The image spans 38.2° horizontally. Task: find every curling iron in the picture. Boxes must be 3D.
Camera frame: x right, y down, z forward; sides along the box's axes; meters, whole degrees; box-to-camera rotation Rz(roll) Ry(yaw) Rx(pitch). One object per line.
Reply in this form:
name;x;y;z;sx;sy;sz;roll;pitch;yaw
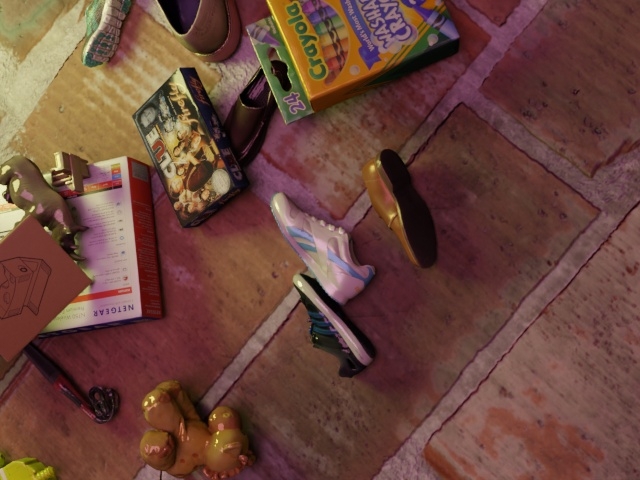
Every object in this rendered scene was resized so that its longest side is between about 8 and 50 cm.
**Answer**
curling iron;-0.489;0.260;1.771;0.274;0.035;0.068;30;75;22

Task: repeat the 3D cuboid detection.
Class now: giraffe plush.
giraffe plush;-0.204;0.349;1.612;0.170;0.181;0.210;-3;94;10

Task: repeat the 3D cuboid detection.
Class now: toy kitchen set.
toy kitchen set;-0.467;-0.112;1.668;0.075;0.083;0.068;-15;78;17

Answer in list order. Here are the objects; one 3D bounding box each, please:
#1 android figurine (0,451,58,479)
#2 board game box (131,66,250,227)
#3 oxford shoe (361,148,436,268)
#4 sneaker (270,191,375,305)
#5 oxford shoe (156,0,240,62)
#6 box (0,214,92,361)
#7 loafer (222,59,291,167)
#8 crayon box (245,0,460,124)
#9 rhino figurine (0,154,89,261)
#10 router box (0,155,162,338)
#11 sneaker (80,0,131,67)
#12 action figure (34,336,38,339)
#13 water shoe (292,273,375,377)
android figurine;-0.600;0.527;1.778;0.272;0.056;0.248;-29;78;16
board game box;-0.239;-0.166;1.677;0.165;0.042;0.243;-35;76;38
oxford shoe;0.134;-0.046;1.580;0.076;0.076;0.212;-30;79;45
sneaker;0.000;0.000;1.607;0.092;0.087;0.229;-40;83;5
oxford shoe;-0.257;-0.525;1.680;0.140;0.146;0.397;-26;78;17
box;-0.521;0.082;1.595;0.201;0.021;0.164;-47;116;-22
loafer;-0.132;-0.230;1.659;0.080;0.078;0.220;28;95;17
crayon box;0.048;-0.355;1.570;0.322;0.083;0.203;-23;80;2
rhino figurine;-0.504;-0.052;1.670;0.243;0.073;0.106;47;111;11
router box;-0.477;0.023;1.742;0.335;0.082;0.301;-10;80;17
sneaker;-0.425;-0.415;1.782;0.076;0.065;0.167;25;91;34
action figure;-0.677;0.096;1.683;0.370;0.276;0.248;23;130;-3
water shoe;0.004;0.148;1.597;0.080;0.073;0.203;-44;75;13
